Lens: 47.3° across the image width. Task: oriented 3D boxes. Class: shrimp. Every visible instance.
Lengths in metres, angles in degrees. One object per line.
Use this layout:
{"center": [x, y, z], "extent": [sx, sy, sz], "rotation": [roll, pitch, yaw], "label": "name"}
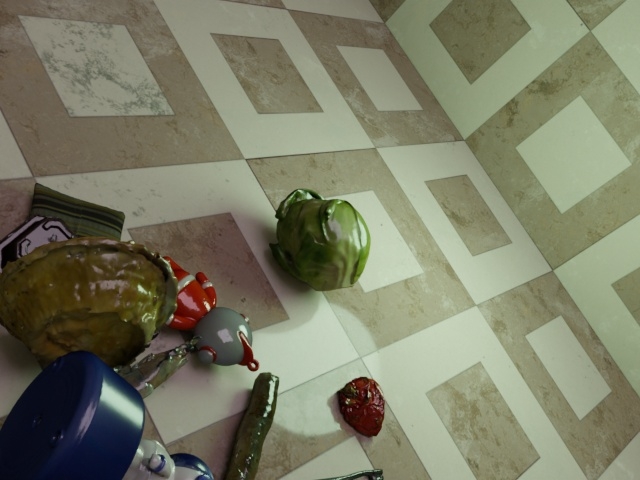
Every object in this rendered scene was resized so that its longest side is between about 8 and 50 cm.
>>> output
{"center": [-0.370, 0.244, 1.502], "extent": [0.145, 0.059, 0.254], "rotation": [36, 48, 14], "label": "shrimp"}

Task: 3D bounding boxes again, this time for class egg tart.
{"center": [-0.419, 0.132, 1.316], "extent": [0.345, 0.345, 0.133], "rotation": [20, 38, -33], "label": "egg tart"}

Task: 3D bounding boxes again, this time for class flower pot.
{"center": [-0.516, 0.059, 1.462], "extent": [0.251, 0.084, 0.179], "rotation": [47, 52, -9], "label": "flower pot"}

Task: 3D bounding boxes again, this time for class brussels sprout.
{"center": [0.000, 0.000, 1.939], "extent": [0.227, 0.259, 0.295], "rotation": [-24, 98, -37], "label": "brussels sprout"}

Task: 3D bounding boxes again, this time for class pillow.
{"center": [-0.530, -0.008, 1.581], "extent": [0.208, 0.052, 0.212], "rotation": [22, 49, -31], "label": "pillow"}

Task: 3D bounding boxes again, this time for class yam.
{"center": [-0.146, 0.417, 1.574], "extent": [0.067, 0.071, 0.317], "rotation": [7, 41, 7], "label": "yam"}

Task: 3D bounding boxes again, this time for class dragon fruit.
{"center": [0.105, 0.402, 1.831], "extent": [0.106, 0.083, 0.162], "rotation": [14, 50, -33], "label": "dragon fruit"}

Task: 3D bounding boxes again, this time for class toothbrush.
{"center": [0.038, 0.551, 1.670], "extent": [0.297, 0.030, 0.031], "rotation": [8, 62, -42], "label": "toothbrush"}

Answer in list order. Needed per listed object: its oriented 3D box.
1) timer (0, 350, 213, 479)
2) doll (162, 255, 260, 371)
{"center": [-0.342, 0.395, 1.283], "extent": [0.383, 0.270, 0.270], "rotation": [42, 35, -33], "label": "timer"}
{"center": [-0.264, 0.177, 1.651], "extent": [0.336, 0.105, 0.200], "rotation": [40, 36, 3], "label": "doll"}
